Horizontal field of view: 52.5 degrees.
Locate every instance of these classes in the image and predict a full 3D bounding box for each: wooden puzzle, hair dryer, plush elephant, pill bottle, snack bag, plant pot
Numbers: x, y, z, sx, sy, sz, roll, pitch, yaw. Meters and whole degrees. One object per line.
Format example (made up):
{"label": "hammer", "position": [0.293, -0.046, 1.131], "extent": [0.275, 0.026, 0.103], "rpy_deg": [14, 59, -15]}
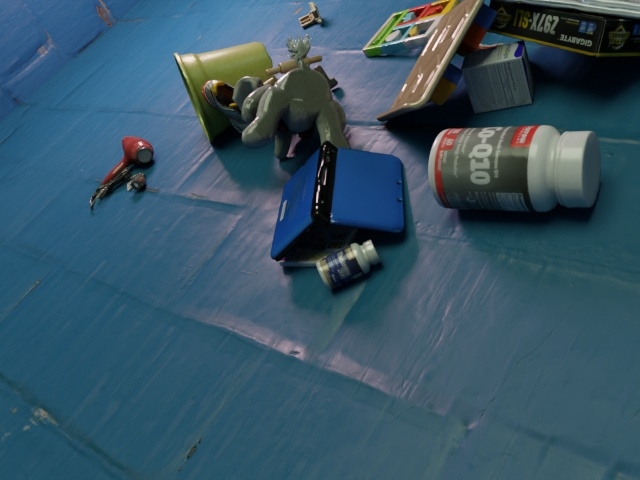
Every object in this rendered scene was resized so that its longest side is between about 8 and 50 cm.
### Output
{"label": "wooden puzzle", "position": [0.283, -0.417, 1.507], "extent": [0.347, 0.081, 0.322], "rpy_deg": [-56, 9, 1]}
{"label": "hair dryer", "position": [-0.628, -0.242, 2.043], "extent": [0.224, 0.080, 0.293], "rpy_deg": [-16, 41, 19]}
{"label": "plush elephant", "position": [-0.084, -0.327, 1.676], "extent": [0.272, 0.255, 0.329], "rpy_deg": [3, 77, -17]}
{"label": "pill bottle", "position": [0.364, -0.136, 1.225], "extent": [0.283, 0.161, 0.161], "rpy_deg": [4, 50, 36]}
{"label": "pill bottle", "position": [0.057, 0.046, 1.304], "extent": [0.120, 0.067, 0.067], "rpy_deg": [-26, 39, 6]}
{"label": "snack bag", "position": [0.611, -0.522, 1.412], "extent": [0.343, 0.037, 0.323], "rpy_deg": [20, 30, 29]}
{"label": "plant pot", "position": [-0.264, -0.464, 1.931], "extent": [0.254, 0.276, 0.276], "rpy_deg": [-22, 38, -8]}

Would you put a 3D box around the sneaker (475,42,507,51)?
{"label": "sneaker", "position": [0.430, -0.452, 1.620], "extent": [0.158, 0.061, 0.064], "rpy_deg": [18, 86, 44]}

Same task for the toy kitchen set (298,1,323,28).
{"label": "toy kitchen set", "position": [-0.036, -0.759, 2.228], "extent": [0.075, 0.083, 0.068], "rpy_deg": [-23, 81, 10]}

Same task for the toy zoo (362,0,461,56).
{"label": "toy zoo", "position": [0.277, -0.616, 1.863], "extent": [0.293, 0.030, 0.192], "rpy_deg": [4, 50, 48]}

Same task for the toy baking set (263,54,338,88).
{"label": "toy baking set", "position": [-0.065, -0.441, 1.804], "extent": [0.256, 0.196, 0.030], "rpy_deg": [-22, 71, -14]}

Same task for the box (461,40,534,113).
{"label": "box", "position": [0.406, -0.370, 1.479], "extent": [0.137, 0.126, 0.072], "rpy_deg": [-5, 44, 28]}

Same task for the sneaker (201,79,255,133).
{"label": "sneaker", "position": [-0.223, -0.359, 1.787], "extent": [0.088, 0.225, 0.093], "rpy_deg": [-61, 23, -7]}

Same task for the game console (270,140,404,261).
{"label": "game console", "position": [0.039, -0.076, 1.453], "extent": [0.250, 0.173, 0.293], "rpy_deg": [-43, 24, 32]}

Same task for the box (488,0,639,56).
{"label": "box", "position": [0.567, -0.471, 1.426], "extent": [0.257, 0.079, 0.322], "rpy_deg": [-9, 29, -30]}

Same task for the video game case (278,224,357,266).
{"label": "video game case", "position": [0.000, 0.000, 1.430], "extent": [0.157, 0.019, 0.143], "rpy_deg": [0, 48, 31]}
